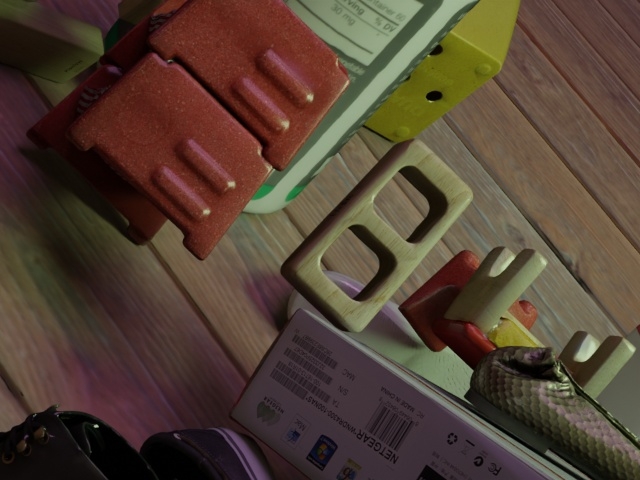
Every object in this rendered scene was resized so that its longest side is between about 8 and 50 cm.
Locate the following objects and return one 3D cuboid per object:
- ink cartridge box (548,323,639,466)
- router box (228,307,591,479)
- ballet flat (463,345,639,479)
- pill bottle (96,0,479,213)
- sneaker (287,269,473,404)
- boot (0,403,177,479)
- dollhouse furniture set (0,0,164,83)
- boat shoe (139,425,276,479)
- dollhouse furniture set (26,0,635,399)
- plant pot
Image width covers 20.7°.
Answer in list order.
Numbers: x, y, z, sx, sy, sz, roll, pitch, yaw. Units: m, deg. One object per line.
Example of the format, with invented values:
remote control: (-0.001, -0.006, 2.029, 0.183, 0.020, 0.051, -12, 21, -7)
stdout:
ink cartridge box: (0.261, 0.161, 1.325, 0.158, 0.218, 0.092, 28, 23, -32)
router box: (0.152, 0.190, 1.055, 0.335, 0.082, 0.301, 33, 0, 40)
ballet flat: (0.204, 0.139, 1.077, 0.250, 0.058, 0.084, 32, 0, 2)
pill bottle: (0.007, -0.208, 1.352, 0.204, 0.361, 0.204, 35, 25, -19)
sneaker: (0.069, 0.091, 1.327, 0.212, 0.080, 0.094, 42, 9, -5)
boot: (-0.177, 0.102, 0.831, 0.198, 0.137, 0.077, 37, 24, -14)
dollhouse furniture set: (-0.180, -0.211, 1.282, 0.144, 0.151, 0.123, 18, 54, -45)
boat shoe: (-0.042, 0.191, 0.977, 0.076, 0.080, 0.228, 13, 37, -40)
dollhouse furniture set: (0.000, 0.000, 1.172, 0.374, 0.152, 0.201, 44, -9, -12)
plant pot: (0.069, -0.224, 1.691, 0.212, 0.212, 0.187, 27, 41, -34)
